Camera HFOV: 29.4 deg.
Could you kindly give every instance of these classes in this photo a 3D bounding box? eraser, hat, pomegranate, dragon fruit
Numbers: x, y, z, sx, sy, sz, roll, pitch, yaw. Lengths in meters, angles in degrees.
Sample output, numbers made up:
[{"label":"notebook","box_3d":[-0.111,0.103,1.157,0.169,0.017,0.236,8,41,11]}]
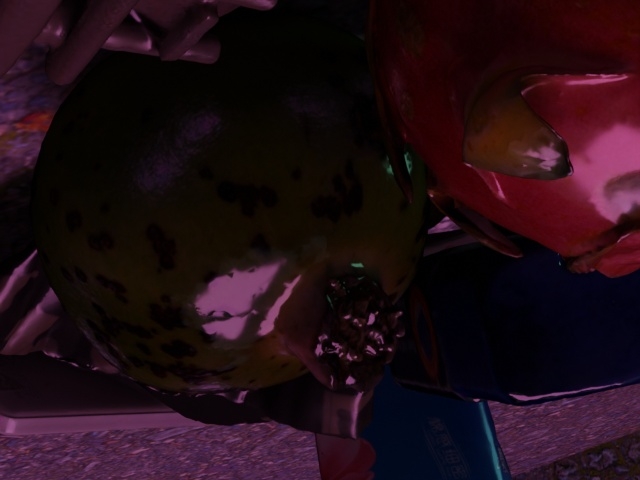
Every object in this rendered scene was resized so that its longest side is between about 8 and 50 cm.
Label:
[{"label":"eraser","box_3d":[0.138,0.047,0.816,0.155,0.101,0.332,-10,178,-8]},{"label":"hat","box_3d":[-0.157,0.053,1.073,0.366,0.257,0.381,18,-175,-28]},{"label":"pomegranate","box_3d":[-0.043,-0.015,0.755,0.254,0.270,0.254,-28,142,-25]},{"label":"dragon fruit","box_3d":[0.130,-0.090,0.592,0.224,0.227,0.224,-9,159,-3]}]

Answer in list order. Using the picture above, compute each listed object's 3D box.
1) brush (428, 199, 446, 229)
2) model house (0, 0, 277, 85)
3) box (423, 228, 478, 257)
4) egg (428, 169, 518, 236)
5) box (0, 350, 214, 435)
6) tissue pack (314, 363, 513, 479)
[{"label":"brush","box_3d":[0.000,0.000,1.110,0.297,0.060,0.068,-21,162,18]},{"label":"model house","box_3d":[-0.048,-0.164,0.540,0.188,0.122,0.229,-2,154,-36]},{"label":"box","box_3d":[0.070,0.024,1.127,0.139,0.035,0.245,-19,180,-11]},{"label":"egg","box_3d":[0.145,-0.065,0.926,0.132,0.132,0.172,-3,170,-28]},{"label":"box","box_3d":[-0.238,0.150,1.266,0.285,0.142,0.044,6,110,-45]},{"label":"tissue pack","box_3d":[0.089,0.177,1.347,0.209,0.270,0.137,-10,159,-4]}]
